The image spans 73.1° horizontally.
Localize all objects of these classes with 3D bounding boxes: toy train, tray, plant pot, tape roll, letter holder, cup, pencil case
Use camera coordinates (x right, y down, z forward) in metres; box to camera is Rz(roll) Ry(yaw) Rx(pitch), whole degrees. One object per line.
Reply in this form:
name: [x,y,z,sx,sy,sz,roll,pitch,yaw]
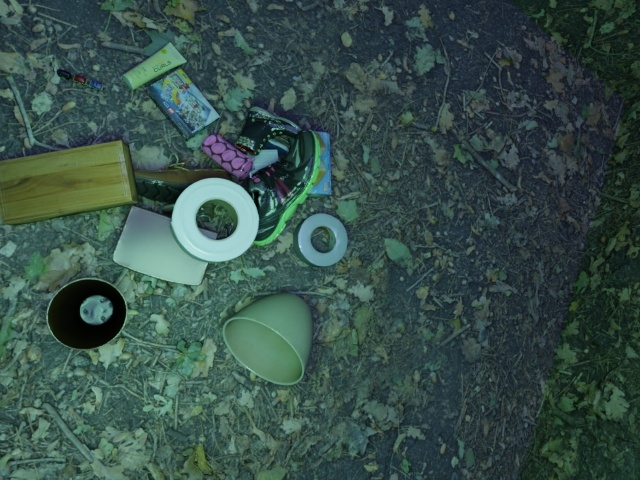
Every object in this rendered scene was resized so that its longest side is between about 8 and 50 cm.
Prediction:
toy train: [-0.848,-0.569,1.532,0.158,0.036,0.027,17,79,-19]
tray: [-0.826,-0.187,1.411,0.411,0.076,0.202,-11,88,-2]
plant pot: [-0.731,0.228,1.389,0.216,0.230,0.215,2,84,-21]
tape roll: [0.000,0.000,1.786,0.219,0.072,0.219,2,84,-22]
letter holder: [-0.546,0.031,1.528,0.302,0.152,0.214,19,80,-19]
cup: [-0.154,0.328,1.589,0.331,0.331,0.237,49,44,-10]
tape roll: [-0.360,-0.065,1.472,0.286,0.100,0.286,2,84,-22]
pencil case: [-0.351,-0.322,1.636,0.209,0.095,0.098,36,102,10]

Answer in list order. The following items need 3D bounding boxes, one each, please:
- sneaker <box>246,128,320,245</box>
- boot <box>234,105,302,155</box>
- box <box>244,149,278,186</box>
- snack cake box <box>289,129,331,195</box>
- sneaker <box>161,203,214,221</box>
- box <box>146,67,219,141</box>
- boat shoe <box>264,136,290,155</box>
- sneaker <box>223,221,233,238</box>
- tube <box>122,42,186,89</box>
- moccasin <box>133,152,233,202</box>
sneaker: [-0.161,-0.208,1.614,0.202,0.185,0.482,29,94,-28]
boot: [-0.197,-0.396,1.671,0.237,0.085,0.178,24,74,-6]
box: [-0.232,-0.287,1.725,0.126,0.072,0.137,-5,86,-21]
snack cake box: [-0.044,-0.315,1.793,0.152,0.089,0.264,1,84,-22]
sneaker: [-0.491,-0.102,1.607,0.189,0.066,0.071,-4,88,-21]
box: [-0.523,-0.518,1.650,0.159,0.044,0.233,-42,100,-20]
boat shoe: [-0.208,-0.411,1.758,0.183,0.066,0.066,29,55,-11]
sneaker: [-0.342,-0.010,1.673,0.057,0.047,0.119,-18,87,-7]
tube: [-0.626,-0.653,1.619,0.240,0.062,0.070,-44,141,-24]
moccasin: [-0.509,-0.226,1.577,0.380,0.139,0.146,-4,64,-22]
